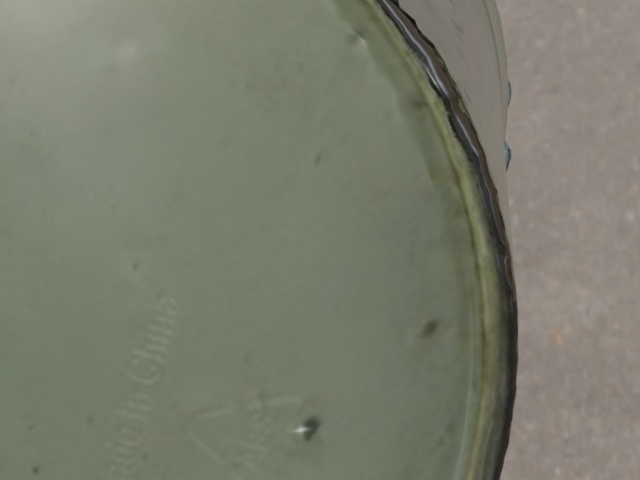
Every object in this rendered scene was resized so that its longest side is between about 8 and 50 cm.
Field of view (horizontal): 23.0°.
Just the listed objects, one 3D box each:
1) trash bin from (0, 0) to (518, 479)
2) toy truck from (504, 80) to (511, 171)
[{"bbox_3d":[-0.068,-0.027,0.533,0.280,0.280,0.432,-5,14,5],"label":"trash bin"},{"bbox_3d":[0.034,-0.024,1.149,0.162,0.136,0.305,-27,46,45],"label":"toy truck"}]
